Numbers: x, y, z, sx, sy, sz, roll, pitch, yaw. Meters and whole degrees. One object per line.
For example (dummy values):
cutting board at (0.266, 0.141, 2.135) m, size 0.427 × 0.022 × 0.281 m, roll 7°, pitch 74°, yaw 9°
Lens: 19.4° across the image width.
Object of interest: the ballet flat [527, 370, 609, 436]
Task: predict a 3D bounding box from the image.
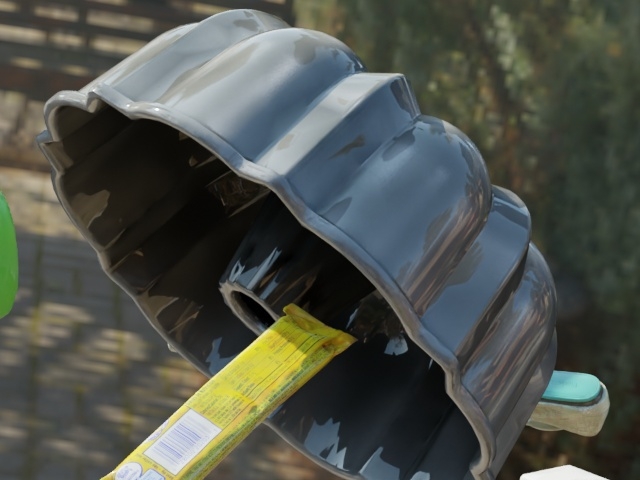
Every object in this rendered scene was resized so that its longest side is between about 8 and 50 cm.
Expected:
ballet flat at (0.146, 0.124, 1.494) m, size 0.168 × 0.052 × 0.057 m, roll 12°, pitch 43°, yaw 19°

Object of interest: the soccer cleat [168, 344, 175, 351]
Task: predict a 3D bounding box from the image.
soccer cleat at (-0.104, 0.034, 1.464) m, size 0.068 × 0.076 × 0.196 m, roll -1°, pitch -17°, yaw -4°

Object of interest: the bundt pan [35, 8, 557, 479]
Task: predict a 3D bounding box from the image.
bundt pan at (0.000, 0.000, 1.066) m, size 0.331 × 0.331 × 0.124 m, roll 24°, pitch 62°, yaw 38°

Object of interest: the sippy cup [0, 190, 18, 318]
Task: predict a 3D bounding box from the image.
sippy cup at (-0.387, 0.051, 1.423) m, size 0.240 × 0.224 × 0.305 m, roll 13°, pitch -30°, yaw -27°

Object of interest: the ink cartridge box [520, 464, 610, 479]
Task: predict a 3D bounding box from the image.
ink cartridge box at (0.250, 0.270, 1.632) m, size 0.060 × 0.104 × 0.180 m, roll -6°, pitch 11°, yaw -31°

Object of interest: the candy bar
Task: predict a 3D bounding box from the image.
candy bar at (-0.043, 0.080, 0.889) m, size 0.040 × 0.018 × 0.161 m, roll 31°, pitch 48°, yaw 20°
